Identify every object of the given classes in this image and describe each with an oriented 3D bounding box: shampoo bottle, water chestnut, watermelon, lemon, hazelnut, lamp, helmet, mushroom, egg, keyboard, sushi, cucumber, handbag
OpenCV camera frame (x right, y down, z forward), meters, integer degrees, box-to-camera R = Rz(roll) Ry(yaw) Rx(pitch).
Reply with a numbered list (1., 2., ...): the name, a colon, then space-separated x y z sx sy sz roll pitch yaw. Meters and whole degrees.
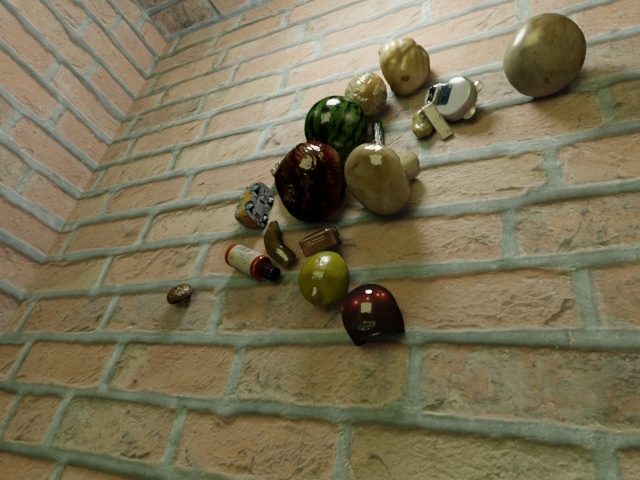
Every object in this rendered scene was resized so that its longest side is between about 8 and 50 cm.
1. shampoo bottle: -0.277 0.099 1.860 0.278 0.104 0.104 20 69 39
2. water chestnut: -0.020 -0.244 1.874 0.302 0.351 0.350 -10 36 -33
3. watermelon: 0.067 -0.494 1.978 0.284 0.285 0.285 -16 51 20
4. lemon: 0.017 0.134 1.617 0.183 0.184 0.249 -8 36 26
5. hazelnut: 0.386 -0.806 2.090 0.241 0.261 0.261 -41 36 44
6. lamp: 0.555 -0.590 1.879 0.246 0.107 0.180 19 89 44
7. helmet: 0.164 0.241 1.461 0.189 0.193 0.216 -23 19 16
8. mushroom: 0.253 -0.263 1.722 0.290 0.293 0.292 -37 44 -23
9. egg: 0.216 -0.679 2.087 0.203 0.203 0.245 -4 45 28
10. mushroom: -0.620 0.237 1.971 0.126 0.085 0.109 -25 47 5
11. keyboard: 0.488 -0.496 1.860 0.055 0.017 0.166 -33 78 11
12. sushi: -0.163 -0.343 2.138 0.150 0.078 0.091 -27 48 9
13. mushroom: 0.846 -0.705 1.731 0.297 0.298 0.290 -31 11 7
14. cucumber: 0.259 -0.453 1.992 0.058 0.058 0.187 -15 53 20
15. handbag: 0.000 0.000 1.723 0.151 0.193 0.072 -23 91 10

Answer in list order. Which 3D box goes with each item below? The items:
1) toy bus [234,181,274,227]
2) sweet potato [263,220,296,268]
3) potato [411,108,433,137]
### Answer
1. toy bus: -0.311 -0.159 2.062 0.136 0.126 0.210 -11 52 34
2. sweet potato: -0.182 0.015 1.894 0.111 0.085 0.286 -5 34 -15
3. potato: 0.434 -0.495 1.906 0.091 0.070 0.138 3 68 10
